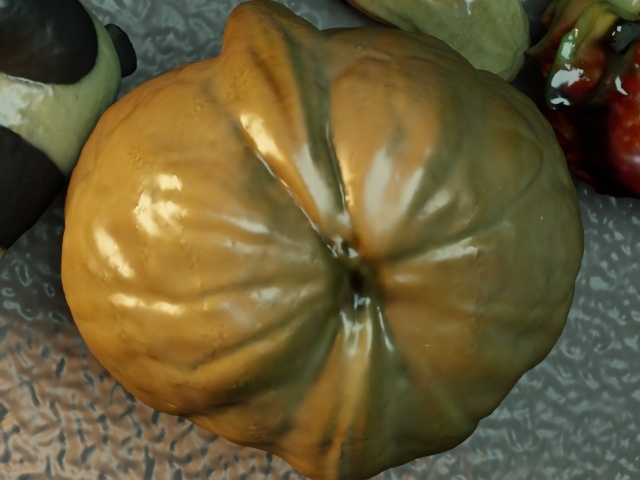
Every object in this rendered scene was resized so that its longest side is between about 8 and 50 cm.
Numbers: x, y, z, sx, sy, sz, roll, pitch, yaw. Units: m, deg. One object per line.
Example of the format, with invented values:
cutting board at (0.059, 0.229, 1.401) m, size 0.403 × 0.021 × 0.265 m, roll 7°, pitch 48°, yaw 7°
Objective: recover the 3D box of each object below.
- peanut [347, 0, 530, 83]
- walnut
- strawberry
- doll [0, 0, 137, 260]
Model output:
peanut at (0.062, -0.167, 1.234) m, size 0.187 × 0.082 × 0.082 m, roll 38°, pitch 75°, yaw -13°
walnut at (0.000, 0.000, 1.103) m, size 0.296 × 0.285 × 0.285 m, roll -12°, pitch 90°, yaw -7°
strawberry at (0.260, -0.118, 1.290) m, size 0.306 × 0.137 × 0.233 m, roll 29°, pitch 91°, yaw -44°
doll at (-0.208, -0.056, 1.104) m, size 0.135 × 0.143 × 0.234 m, roll 36°, pitch 75°, yaw -19°
